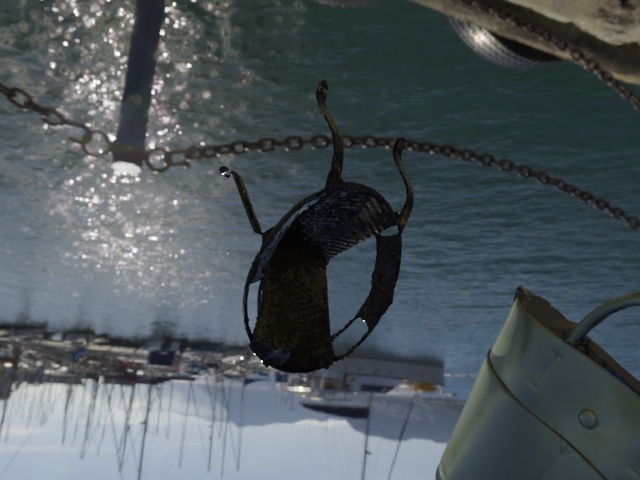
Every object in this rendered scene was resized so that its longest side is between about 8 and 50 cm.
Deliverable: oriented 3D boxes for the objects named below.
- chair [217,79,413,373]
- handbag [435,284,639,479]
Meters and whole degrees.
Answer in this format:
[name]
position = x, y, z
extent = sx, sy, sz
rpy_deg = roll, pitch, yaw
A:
[chair]
position = 0.000, 0.000, 0.527
extent = 0.149, 0.213, 0.174
rpy_deg = -27, 146, 32
[handbag]
position = 0.245, 0.176, 0.532
extent = 0.109, 0.315, 0.241
rpy_deg = -5, -144, -42
